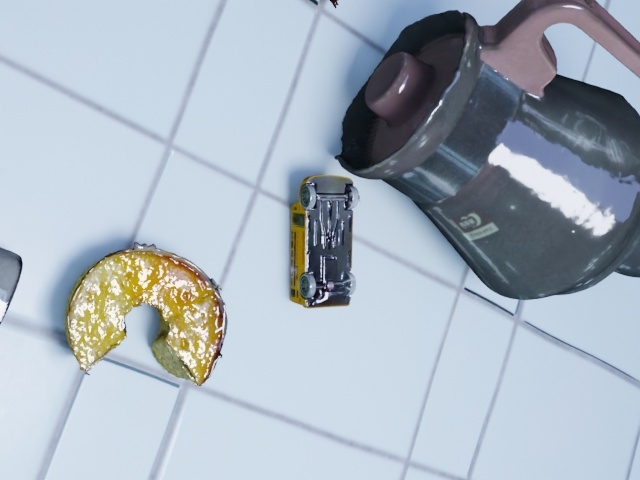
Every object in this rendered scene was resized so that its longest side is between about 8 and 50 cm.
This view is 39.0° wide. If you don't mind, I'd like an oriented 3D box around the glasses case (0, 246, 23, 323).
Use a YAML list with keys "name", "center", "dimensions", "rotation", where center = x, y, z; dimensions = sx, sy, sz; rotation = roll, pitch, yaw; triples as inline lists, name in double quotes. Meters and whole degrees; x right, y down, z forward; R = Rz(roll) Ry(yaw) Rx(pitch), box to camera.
- name: "glasses case"
  center: [-0.429, 0.006, 0.820]
  dimensions: [0.299, 0.060, 0.114]
  rotation: [29, 77, -32]

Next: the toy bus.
- name: "toy bus"
  center: [0.000, 0.000, 1.118]
  dimensions: [0.069, 0.074, 0.162]
  rotation: [-1, 94, -28]

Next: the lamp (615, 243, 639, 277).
- name: "lamp"
  center: [0.451, -0.079, 1.396]
  dimensions: [0.314, 0.182, 0.182]
  rotation: [44, 66, -10]

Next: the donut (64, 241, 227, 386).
- name: "donut"
  center: [-0.192, 0.078, 0.986]
  dimensions: [0.181, 0.078, 0.146]
  rotation: [12, 83, -29]

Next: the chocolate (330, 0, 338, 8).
- name: "chocolate"
  center: [-0.026, -0.369, 1.108]
  dimensions: [0.182, 0.028, 0.086]
  rotation: [48, 38, -34]

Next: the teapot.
- name: "teapot"
  center: [0.240, -0.129, 1.125]
  dimensions: [0.361, 0.376, 0.306]
  rotation: [28, 44, -25]
